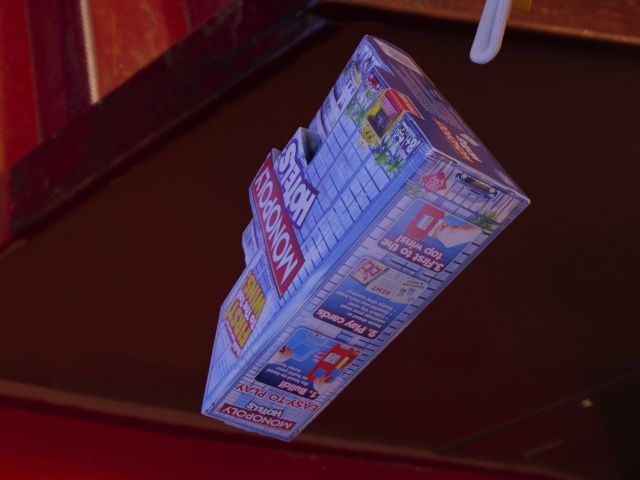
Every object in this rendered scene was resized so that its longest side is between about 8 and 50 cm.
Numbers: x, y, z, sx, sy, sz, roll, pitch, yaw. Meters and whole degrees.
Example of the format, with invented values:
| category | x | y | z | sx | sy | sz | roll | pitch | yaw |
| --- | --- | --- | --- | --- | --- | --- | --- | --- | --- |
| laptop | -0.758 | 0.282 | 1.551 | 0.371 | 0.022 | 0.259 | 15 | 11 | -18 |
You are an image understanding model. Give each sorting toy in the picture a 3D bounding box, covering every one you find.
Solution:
| category | x | y | z | sx | sy | sz | roll | pitch | yaw |
| --- | --- | --- | --- | --- | --- | --- | --- | --- | --- |
| sorting toy | 0.177 | -0.273 | 0.779 | 0.038 | 0.208 | 0.193 | 16 | 42 | 6 |

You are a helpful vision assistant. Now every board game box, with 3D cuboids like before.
| category | x | y | z | sx | sy | sz | roll | pitch | yaw |
| --- | --- | --- | --- | --- | --- | --- | --- | --- | --- |
| board game box | 0.000 | 0.000 | 0.511 | 0.060 | 0.194 | 0.194 | 25 | 21 | -25 |
